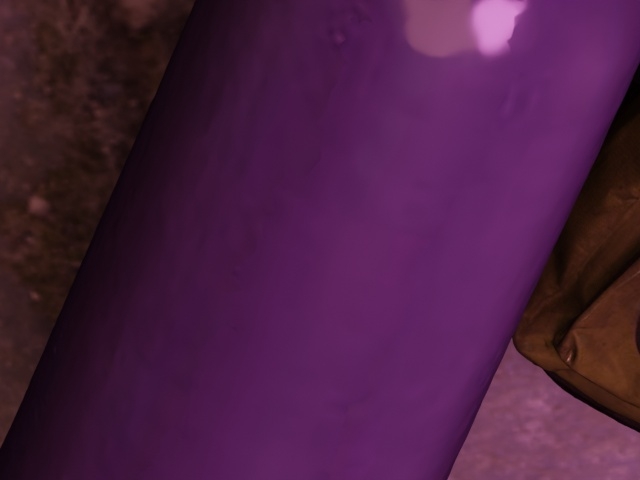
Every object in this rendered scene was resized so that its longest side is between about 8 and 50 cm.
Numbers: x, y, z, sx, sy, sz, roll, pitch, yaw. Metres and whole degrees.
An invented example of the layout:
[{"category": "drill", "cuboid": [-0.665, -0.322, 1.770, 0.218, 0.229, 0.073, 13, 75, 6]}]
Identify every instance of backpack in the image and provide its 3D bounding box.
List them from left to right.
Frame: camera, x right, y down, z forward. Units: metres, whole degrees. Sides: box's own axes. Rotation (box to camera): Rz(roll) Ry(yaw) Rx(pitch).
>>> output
[{"category": "backpack", "cuboid": [0.226, 0.020, 0.883, 0.253, 0.140, 0.207, 30, 120, -20]}]

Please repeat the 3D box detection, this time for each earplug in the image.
[{"category": "earplug", "cuboid": [0.000, 0.000, 0.819, 0.215, 0.215, 0.456, 20, 128, -5]}]

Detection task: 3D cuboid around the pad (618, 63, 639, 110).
[{"category": "pad", "cuboid": [0.202, -0.122, 0.883, 0.202, 0.005, 0.299, -7, 118, 10]}]
